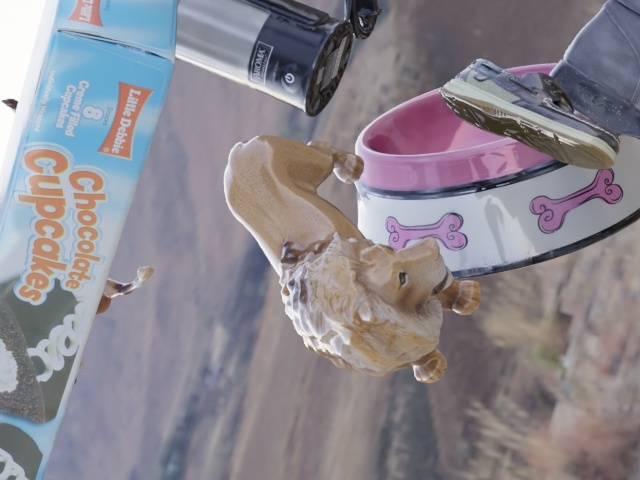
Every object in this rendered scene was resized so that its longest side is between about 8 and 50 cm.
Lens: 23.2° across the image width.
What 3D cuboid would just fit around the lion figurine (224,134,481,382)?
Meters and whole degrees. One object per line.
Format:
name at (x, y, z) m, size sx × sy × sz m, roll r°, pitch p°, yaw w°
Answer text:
lion figurine at (0.000, 0.000, 1.390) m, size 0.392 × 0.240 × 0.142 m, roll 39°, pitch 102°, yaw 45°

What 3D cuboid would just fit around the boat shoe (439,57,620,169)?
boat shoe at (0.149, -0.094, 1.087) m, size 0.049 × 0.152 × 0.056 m, roll -56°, pitch -39°, yaw -9°

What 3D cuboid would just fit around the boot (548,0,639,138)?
boot at (0.430, -0.169, 1.653) m, size 0.222 × 0.338 × 0.118 m, roll -57°, pitch 0°, yaw 14°

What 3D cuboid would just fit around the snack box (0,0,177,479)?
snack box at (-0.141, -0.015, 0.812) m, size 0.187 × 0.060 × 0.322 m, roll -95°, pitch 23°, yaw -53°

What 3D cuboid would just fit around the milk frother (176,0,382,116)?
milk frother at (-0.033, -0.188, 1.298) m, size 0.143 × 0.135 × 0.129 m, roll -26°, pitch -42°, yaw -68°

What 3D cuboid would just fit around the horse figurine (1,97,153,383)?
horse figurine at (-0.243, -0.006, 1.474) m, size 0.174 × 0.066 × 0.263 m, roll -48°, pitch 60°, yaw 44°

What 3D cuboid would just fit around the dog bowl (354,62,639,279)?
dog bowl at (0.225, -0.101, 1.974) m, size 0.408 × 0.408 × 0.150 m, roll -93°, pitch -13°, yaw -72°
